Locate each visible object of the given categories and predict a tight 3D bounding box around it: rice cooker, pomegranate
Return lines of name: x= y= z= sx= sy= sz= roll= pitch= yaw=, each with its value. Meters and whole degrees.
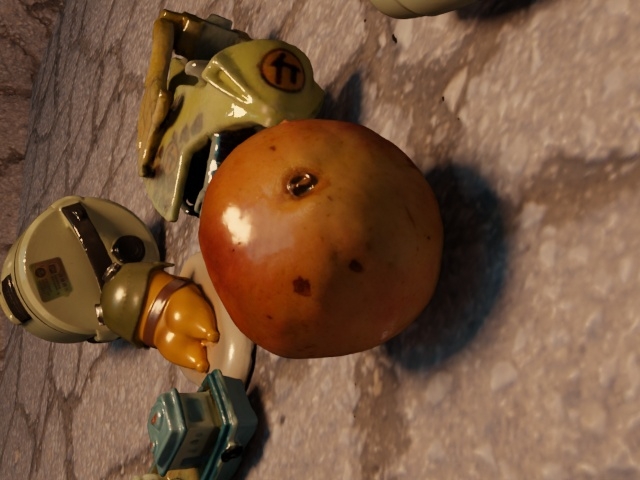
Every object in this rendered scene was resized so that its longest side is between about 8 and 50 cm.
rice cooker: x=-0.373 y=0.053 z=1.212 sx=0.244 sy=0.226 sz=0.225 roll=-20 pitch=62 yaw=54
pomegranate: x=0.002 y=-0.002 z=0.602 sx=0.191 sy=0.191 sz=0.191 roll=-31 pitch=53 yaw=53

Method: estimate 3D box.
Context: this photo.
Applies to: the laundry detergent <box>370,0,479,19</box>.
laundry detergent: x=0.170 y=-0.302 z=0.483 sx=0.398 sy=0.125 sz=0.263 roll=-1 pitch=77 yaw=59

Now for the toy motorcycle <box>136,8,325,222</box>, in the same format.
toy motorcycle: x=-0.116 y=-0.127 z=0.872 sx=0.410 sy=0.169 sz=0.236 roll=46 pitch=118 yaw=57

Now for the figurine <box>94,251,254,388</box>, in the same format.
figurine: x=-0.184 y=0.090 z=0.937 sx=0.250 sy=0.141 sz=0.166 roll=39 pitch=112 yaw=58

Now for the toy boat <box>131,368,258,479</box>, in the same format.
toy boat: x=-0.157 y=0.245 z=0.861 sx=0.237 sy=0.098 sz=0.109 roll=-62 pitch=39 yaw=34
